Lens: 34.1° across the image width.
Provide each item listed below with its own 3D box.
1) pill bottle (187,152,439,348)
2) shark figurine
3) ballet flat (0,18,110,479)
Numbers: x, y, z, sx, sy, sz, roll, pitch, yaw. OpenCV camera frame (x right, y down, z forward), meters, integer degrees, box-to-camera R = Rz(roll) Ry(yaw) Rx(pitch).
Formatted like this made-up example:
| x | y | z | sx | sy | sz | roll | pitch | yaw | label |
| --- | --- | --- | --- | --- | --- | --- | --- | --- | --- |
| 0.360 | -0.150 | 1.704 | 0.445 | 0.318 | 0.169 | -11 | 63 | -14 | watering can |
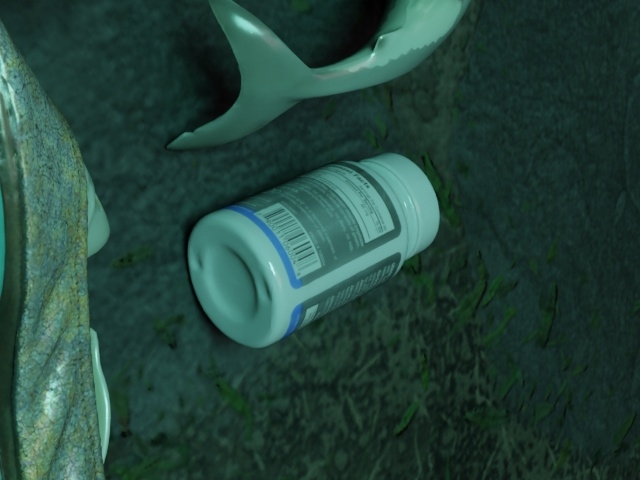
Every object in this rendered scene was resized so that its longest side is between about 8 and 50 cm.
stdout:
| x | y | z | sx | sy | sz | roll | pitch | yaw | label |
| --- | --- | --- | --- | --- | --- | --- | --- | --- | --- |
| 0.000 | 0.000 | 0.590 | 0.137 | 0.078 | 0.078 | -25 | 114 | -39 | pill bottle |
| 0.039 | -0.140 | 0.597 | 0.166 | 0.116 | 0.278 | 29 | 64 | -8 | shark figurine |
| -0.141 | 0.032 | 0.460 | 0.106 | 0.108 | 0.316 | -27 | 122 | -60 | ballet flat |
